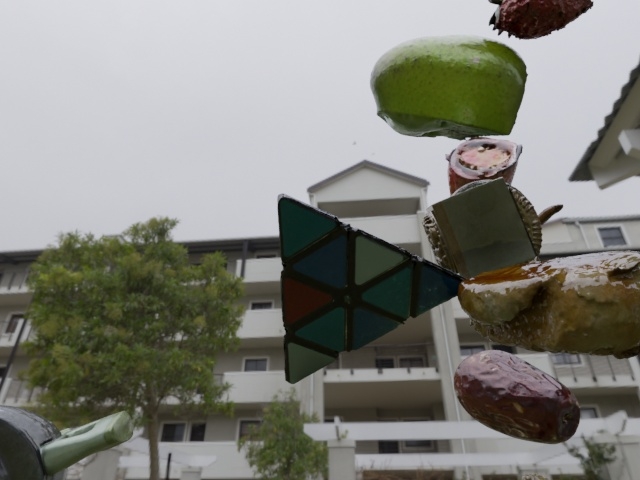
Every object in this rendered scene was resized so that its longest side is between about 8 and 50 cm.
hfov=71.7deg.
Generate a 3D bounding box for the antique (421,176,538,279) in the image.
[{"bbox_3d":[0.263,-0.014,0.768,0.148,0.146,0.152,-23,-4,9],"label":"antique"}]

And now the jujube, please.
[{"bbox_3d":[0.517,0.416,1.191,0.223,0.222,0.318,19,-5,-28],"label":"jujube"}]

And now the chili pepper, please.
[{"bbox_3d":[0.568,-0.180,1.547,0.229,0.251,0.305,12,-47,32],"label":"chili pepper"}]

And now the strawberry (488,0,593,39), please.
[{"bbox_3d":[0.452,-0.470,0.926,0.193,0.085,0.140,16,-23,-16],"label":"strawberry"}]

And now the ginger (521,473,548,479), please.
[{"bbox_3d":[0.443,0.634,0.961,0.065,0.258,0.149,30,-20,12],"label":"ginger"}]

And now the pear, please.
[{"bbox_3d":[0.273,-0.362,1.044,0.318,0.238,0.342,10,10,-4],"label":"pear"}]

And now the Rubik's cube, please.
[{"bbox_3d":[0.000,0.000,0.644,0.284,0.234,0.250,-34,-65,10],"label":"Rubik's cube"}]

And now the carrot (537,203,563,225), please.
[{"bbox_3d":[0.577,-0.055,1.169,0.036,0.035,0.165,9,-23,-14],"label":"carrot"}]

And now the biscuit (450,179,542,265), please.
[{"bbox_3d":[0.385,-0.014,1.003,0.260,0.258,0.079,5,-3,-9],"label":"biscuit"}]

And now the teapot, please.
[{"bbox_3d":[-0.498,0.352,0.724,0.239,0.321,0.239,42,-13,2],"label":"teapot"}]

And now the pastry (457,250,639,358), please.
[{"bbox_3d":[0.274,0.068,0.497,0.229,0.100,0.219,-7,-5,-35],"label":"pastry"}]
